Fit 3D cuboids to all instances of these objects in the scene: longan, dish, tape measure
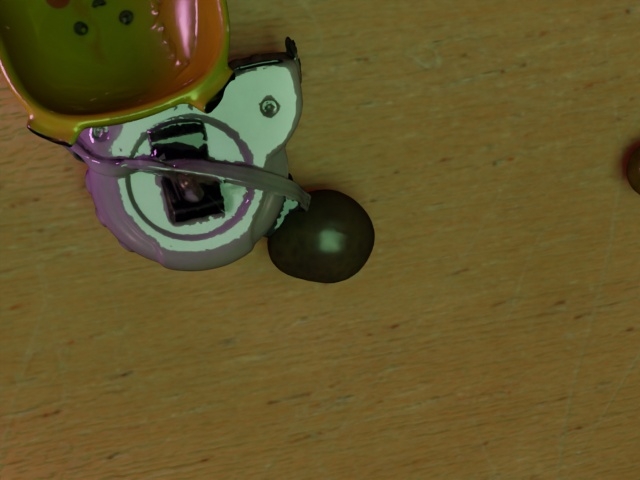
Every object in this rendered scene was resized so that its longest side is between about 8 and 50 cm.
[{"bbox_3d":[0.368,-0.077,1.332,0.075,0.083,0.075,-1,83,12],"label":"longan"},{"bbox_3d":[0.000,0.000,1.254,0.113,0.092,0.113,-12,147,-8],"label":"longan"},{"bbox_3d":[-0.187,-0.202,1.078,0.221,0.108,0.262,-17,79,-6],"label":"dish"},{"bbox_3d":[-0.119,-0.071,1.177,0.236,0.120,0.197,-13,106,-2],"label":"tape measure"}]
